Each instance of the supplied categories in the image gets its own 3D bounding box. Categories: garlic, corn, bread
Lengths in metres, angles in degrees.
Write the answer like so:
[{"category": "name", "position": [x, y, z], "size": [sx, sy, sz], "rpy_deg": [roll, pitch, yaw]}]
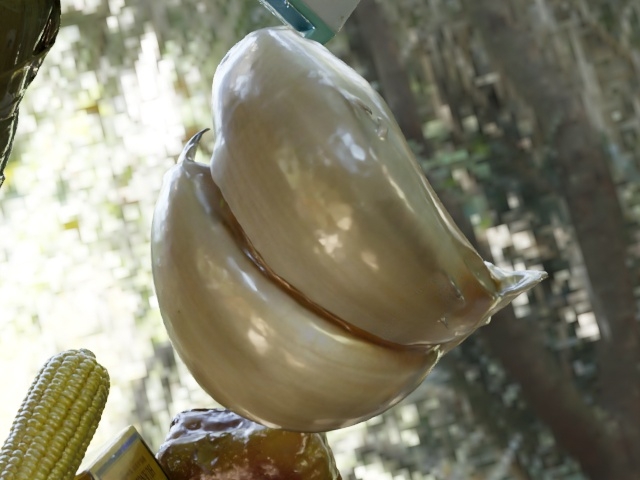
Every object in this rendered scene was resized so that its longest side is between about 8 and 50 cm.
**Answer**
[{"category": "garlic", "position": [0.000, 0.000, 1.574], "size": [0.286, 0.313, 0.249], "rpy_deg": [-31, 20, 47]}, {"category": "corn", "position": [-0.221, 0.171, 1.543], "size": [0.067, 0.206, 0.067], "rpy_deg": [13, -36, 9]}, {"category": "bread", "position": [-0.039, 0.331, 1.908], "size": [0.185, 0.380, 0.109], "rpy_deg": [-14, 27, 12]}]

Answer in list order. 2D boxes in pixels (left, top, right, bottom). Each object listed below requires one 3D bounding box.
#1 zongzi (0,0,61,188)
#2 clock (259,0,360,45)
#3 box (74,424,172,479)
[{"category": "zongzi", "position": [-0.376, -0.125, 1.618], "size": [0.274, 0.300, 0.145], "rpy_deg": [24, 25, 20]}, {"category": "clock", "position": [-0.083, -0.322, 1.802], "size": [0.116, 0.262, 0.231], "rpy_deg": [-48, -55, 3]}, {"category": "box", "position": [-0.286, 0.294, 1.743], "size": [0.301, 0.084, 0.193], "rpy_deg": [-34, 1, 9]}]
